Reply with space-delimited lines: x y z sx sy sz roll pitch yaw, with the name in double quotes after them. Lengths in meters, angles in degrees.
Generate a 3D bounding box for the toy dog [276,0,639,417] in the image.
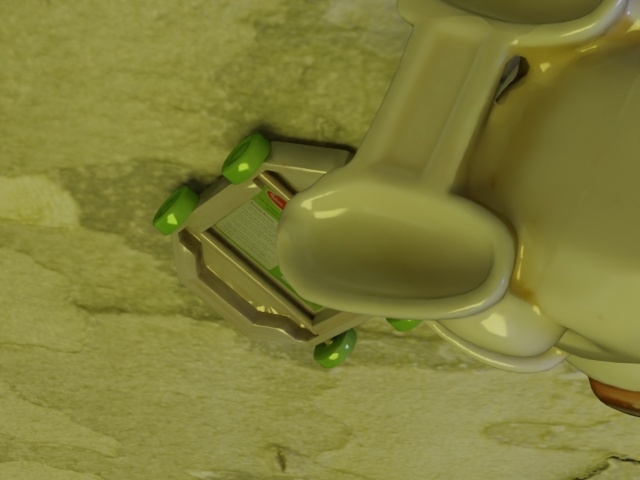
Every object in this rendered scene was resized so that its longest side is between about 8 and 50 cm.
0.233 -0.015 0.685 0.395 0.285 0.408 9 167 31 "toy dog"

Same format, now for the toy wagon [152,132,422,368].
0.000 0.000 0.939 0.267 0.068 0.344 42 130 -21 "toy wagon"
